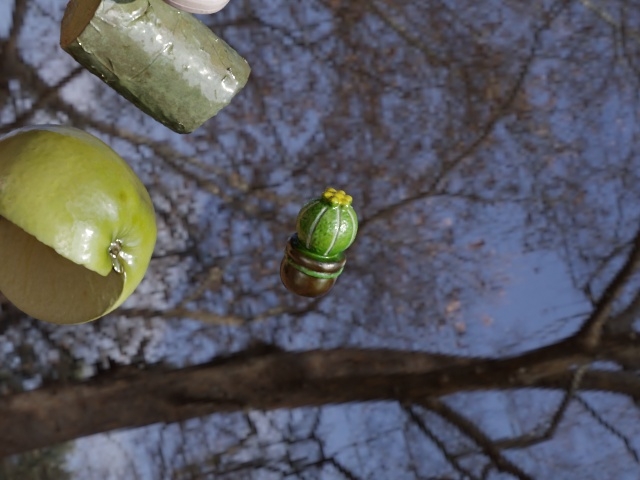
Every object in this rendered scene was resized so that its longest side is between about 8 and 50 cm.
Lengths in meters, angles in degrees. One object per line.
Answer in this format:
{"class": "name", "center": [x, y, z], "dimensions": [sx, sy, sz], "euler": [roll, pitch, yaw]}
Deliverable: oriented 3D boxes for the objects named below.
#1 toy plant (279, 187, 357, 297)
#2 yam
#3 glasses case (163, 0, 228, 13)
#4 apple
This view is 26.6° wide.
{"class": "toy plant", "center": [0.000, 0.000, 1.953], "dimensions": [0.093, 0.093, 0.162], "euler": [47, -51, 41]}
{"class": "yam", "center": [-0.239, -0.268, 1.886], "dimensions": [0.161, 0.268, 0.161], "euler": [-35, -145, 30]}
{"class": "glasses case", "center": [-0.156, -0.432, 1.760], "dimensions": [0.075, 0.113, 0.296], "euler": [141, -42, -59]}
{"class": "apple", "center": [-0.369, -0.036, 1.991], "dimensions": [0.258, 0.233, 0.295], "euler": [20, -35, 25]}
